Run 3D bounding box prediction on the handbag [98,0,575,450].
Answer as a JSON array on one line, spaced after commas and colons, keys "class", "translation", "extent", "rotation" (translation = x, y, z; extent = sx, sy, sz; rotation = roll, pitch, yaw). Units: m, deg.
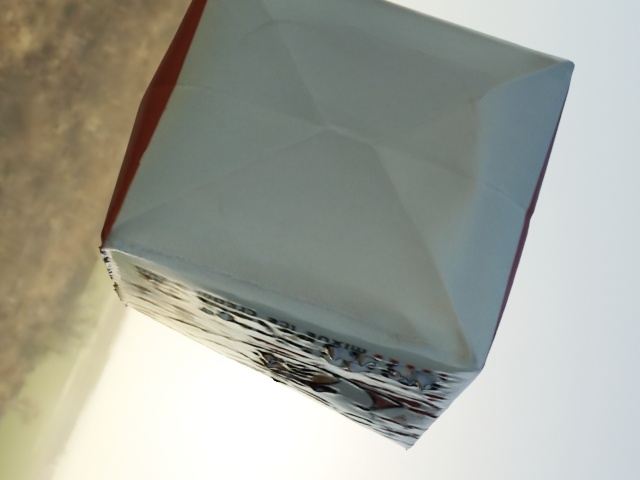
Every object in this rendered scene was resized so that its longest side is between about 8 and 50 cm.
[{"class": "handbag", "translation": [0.000, 0.000, 0.656], "extent": [0.298, 0.171, 0.151], "rotation": [104, 5, -74]}]
